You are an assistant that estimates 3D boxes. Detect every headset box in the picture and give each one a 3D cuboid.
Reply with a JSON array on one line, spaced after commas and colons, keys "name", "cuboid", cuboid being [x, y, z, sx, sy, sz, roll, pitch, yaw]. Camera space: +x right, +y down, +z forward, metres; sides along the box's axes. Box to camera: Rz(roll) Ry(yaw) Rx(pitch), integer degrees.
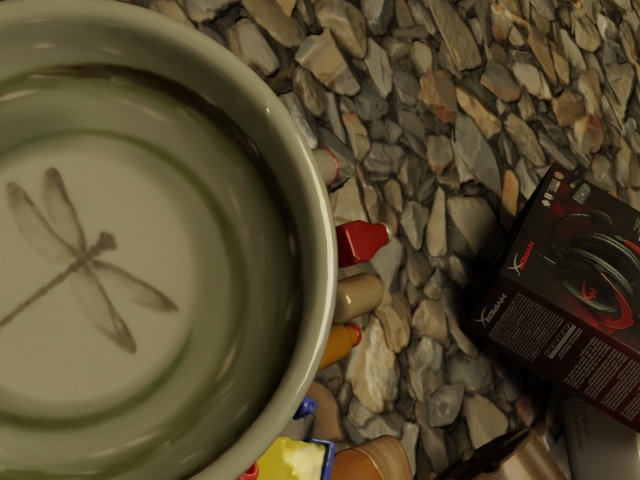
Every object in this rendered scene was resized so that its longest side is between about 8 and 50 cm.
[{"name": "headset box", "cuboid": [0.336, 0.076, 1.725, 0.293, 0.110, 0.218, 31, 45, 3]}]

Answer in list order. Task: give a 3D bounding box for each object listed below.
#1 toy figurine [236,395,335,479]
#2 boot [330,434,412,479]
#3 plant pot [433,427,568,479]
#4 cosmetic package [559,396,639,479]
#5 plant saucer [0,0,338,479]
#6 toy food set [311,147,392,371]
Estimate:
[{"name": "toy figurine", "cuboid": [-0.045, 0.219, 1.244, 0.217, 0.191, 0.362, 29, 54, -33]}, {"name": "boot", "cuboid": [0.039, 0.292, 1.428, 0.152, 0.073, 0.197, -24, 91, -45]}, {"name": "plant pot", "cuboid": [0.202, 0.289, 1.546, 0.167, 0.167, 0.165, -32, 91, -51]}, {"name": "cosmetic package", "cuboid": [0.346, 0.289, 1.751, 0.060, 0.099, 0.239, 9, 66, -47]}, {"name": "plant saucer", "cuboid": [-0.190, 0.023, 1.140, 0.400, 0.100, 0.400, 1, 80, -4]}, {"name": "toy food set", "cuboid": [0.000, 0.000, 1.476, 0.104, 0.111, 0.232, -16, 85, -63]}]
